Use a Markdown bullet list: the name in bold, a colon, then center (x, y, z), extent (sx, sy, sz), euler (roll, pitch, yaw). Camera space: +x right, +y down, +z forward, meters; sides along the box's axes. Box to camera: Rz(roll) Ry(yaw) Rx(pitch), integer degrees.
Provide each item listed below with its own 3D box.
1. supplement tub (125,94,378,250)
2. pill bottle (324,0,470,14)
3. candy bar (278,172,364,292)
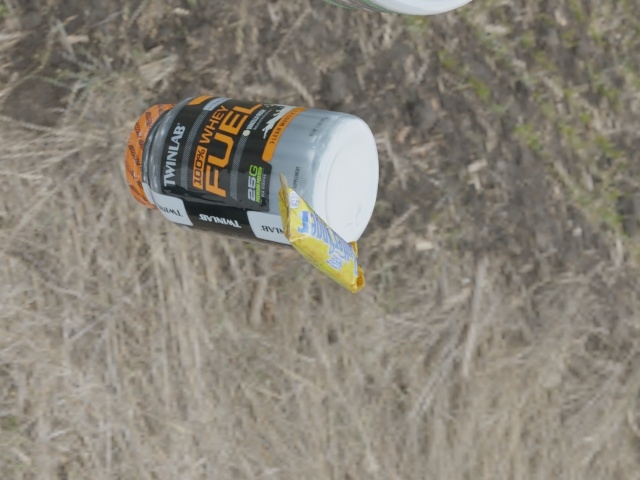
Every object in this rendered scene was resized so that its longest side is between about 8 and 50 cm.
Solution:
- **supplement tub**: center (-0.058, -0.057, 0.956), extent (0.117, 0.190, 0.117), euler (-31, 126, -56)
- **pill bottle**: center (0.062, -0.349, 1.250), extent (0.204, 0.361, 0.204), euler (-3, 103, -12)
- **candy bar**: center (0.000, 0.000, 0.739), extent (0.161, 0.018, 0.040), euler (41, 36, -67)
